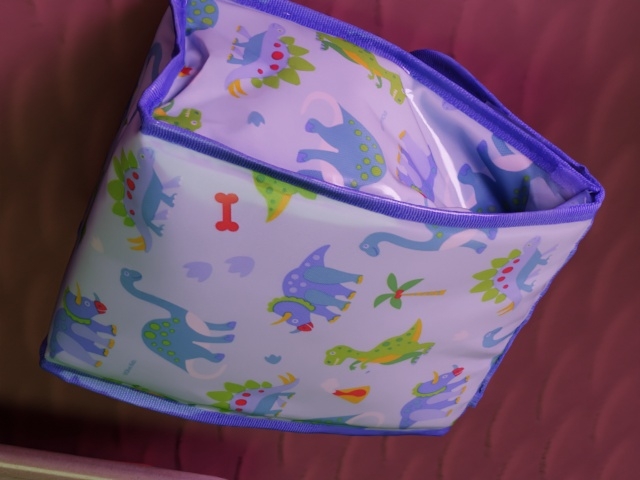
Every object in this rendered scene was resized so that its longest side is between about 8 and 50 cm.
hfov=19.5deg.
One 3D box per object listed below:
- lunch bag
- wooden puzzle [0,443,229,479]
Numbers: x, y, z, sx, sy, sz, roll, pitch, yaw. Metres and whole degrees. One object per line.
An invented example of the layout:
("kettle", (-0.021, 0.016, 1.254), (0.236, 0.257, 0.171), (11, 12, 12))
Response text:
("lunch bag", (0.000, 0.000, 0.615), (0.151, 0.096, 0.129), (20, 136, -8))
("wooden puzzle", (-0.160, 0.146, 0.828), (0.238, 0.044, 0.221), (14, 138, -9))
